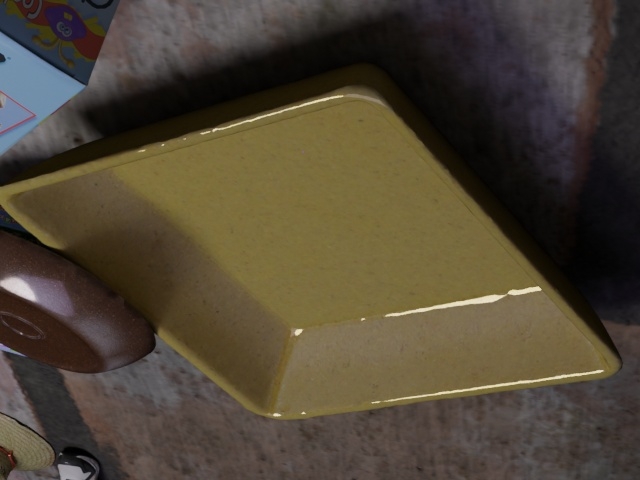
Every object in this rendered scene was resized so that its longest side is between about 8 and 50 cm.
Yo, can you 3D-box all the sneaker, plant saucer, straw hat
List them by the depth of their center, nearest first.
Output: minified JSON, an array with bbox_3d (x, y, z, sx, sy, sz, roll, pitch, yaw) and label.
[{"bbox_3d":[0.000,0.000,1.120,0.333,0.081,0.333,-11,139,36],"label":"plant saucer"},{"bbox_3d":[-0.223,0.052,1.217,0.199,0.036,0.198,21,156,10],"label":"plant saucer"},{"bbox_3d":[-0.348,0.227,1.623,0.145,0.061,0.144,10,147,7],"label":"straw hat"},{"bbox_3d":[-0.249,0.255,1.641,0.040,0.043,0.109,8,145,14],"label":"sneaker"}]

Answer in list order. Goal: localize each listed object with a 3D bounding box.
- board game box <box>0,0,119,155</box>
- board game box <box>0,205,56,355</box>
[{"bbox_3d":[-0.245,-0.129,0.966,0.144,0.142,0.275,33,144,-25],"label":"board game box"},{"bbox_3d":[-0.260,0.028,1.306,0.160,0.039,0.211,15,148,-1],"label":"board game box"}]
